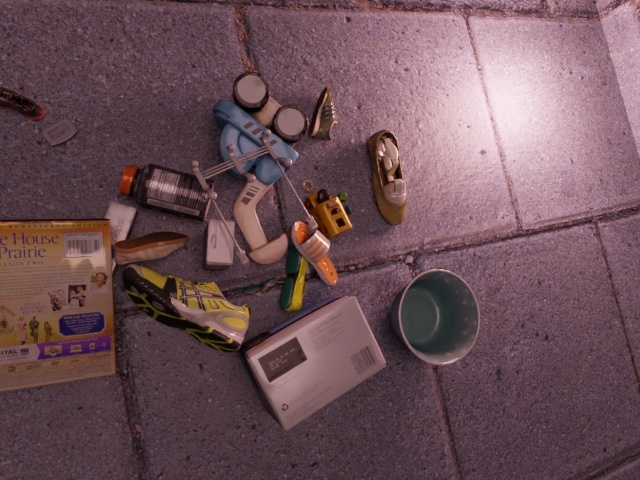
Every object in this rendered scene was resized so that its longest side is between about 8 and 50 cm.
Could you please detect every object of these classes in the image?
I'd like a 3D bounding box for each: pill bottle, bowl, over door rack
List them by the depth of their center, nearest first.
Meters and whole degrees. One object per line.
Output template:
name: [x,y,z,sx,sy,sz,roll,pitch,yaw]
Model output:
over door rack: [-0.171,-0.118,1.130,0.240,0.108,0.323,-27,92,-16]
pill bottle: [-0.446,-0.146,1.221,0.246,0.130,0.130,15,77,-17]
bowl: [0.366,0.260,1.431,0.312,0.163,0.310,3,80,-19]

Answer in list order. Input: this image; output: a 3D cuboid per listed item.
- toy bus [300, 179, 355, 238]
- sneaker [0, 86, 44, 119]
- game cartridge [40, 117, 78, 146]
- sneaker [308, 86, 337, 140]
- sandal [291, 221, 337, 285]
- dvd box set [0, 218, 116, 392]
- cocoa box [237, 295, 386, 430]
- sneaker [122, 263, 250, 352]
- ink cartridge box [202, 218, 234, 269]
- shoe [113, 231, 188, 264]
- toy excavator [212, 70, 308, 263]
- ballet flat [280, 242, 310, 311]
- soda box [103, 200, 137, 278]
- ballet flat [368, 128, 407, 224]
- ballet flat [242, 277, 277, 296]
toy bus: [0.025,-0.103,1.392,0.202,0.104,0.190,22,71,-16]
sneaker: [-0.849,-0.391,1.149,0.158,0.065,0.061,19,75,-16]
game cartridge: [-0.746,-0.308,1.200,0.083,0.017,0.056,-40,92,-21]
sneaker: [0.023,-0.438,1.478,0.086,0.064,0.191,22,75,-23]
sandal: [0.005,0.036,1.338,0.265,0.076,0.101,54,38,-29]
dvd box set: [-0.688,0.155,1.049,0.308,0.062,0.419,-3,99,-26]
cocoa box: [-0.035,0.341,1.237,0.348,0.228,0.231,-26,91,-22]
sneaker: [-0.381,0.175,1.208,0.385,0.145,0.147,35,51,-14]
ink cartridge box: [-0.300,0.018,1.222,0.073,0.175,0.127,4,80,-19]
shoe: [-0.481,0.020,1.196,0.219,0.077,0.058,-14,123,-47]
toy excavator: [-0.202,-0.209,1.304,0.433,0.222,0.445,37,85,-12]
ballet flat: [-0.074,0.117,1.351,0.077,0.077,0.230,19,75,-38]
soda box: [-0.588,0.003,1.178,0.074,0.069,0.215,19,75,-17]
ballet flat: [0.250,-0.230,1.495,0.124,0.123,0.347,-9,85,-21]
ballet flat: [-0.186,0.154,1.316,0.115,0.041,0.041,-22,89,-21]
